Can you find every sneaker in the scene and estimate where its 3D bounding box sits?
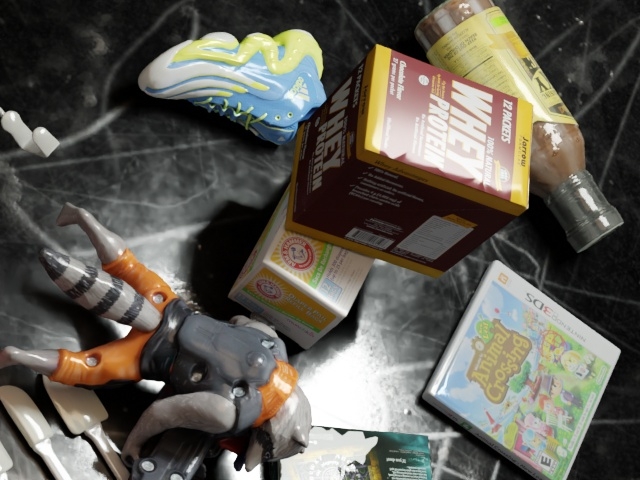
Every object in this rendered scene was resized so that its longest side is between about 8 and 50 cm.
[{"bbox_3d":[-0.085,-0.169,1.923,0.240,0.091,0.126,-15,74,-33],"label":"sneaker"}]

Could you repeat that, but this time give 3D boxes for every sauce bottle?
[{"bbox_3d":[0.249,-0.145,2.071,0.111,0.111,0.344,-29,83,-34],"label":"sauce bottle"}]

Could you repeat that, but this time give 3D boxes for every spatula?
[{"bbox_3d":[-0.258,0.244,1.681,0.168,0.019,0.242,-27,81,-40],"label":"spatula"}]

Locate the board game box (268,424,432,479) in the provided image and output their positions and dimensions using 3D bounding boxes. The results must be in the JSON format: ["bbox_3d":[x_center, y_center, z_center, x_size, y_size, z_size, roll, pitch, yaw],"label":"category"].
[{"bbox_3d":[0.035,0.264,1.811,0.186,0.026,0.126,8,63,-24],"label":"board game box"}]

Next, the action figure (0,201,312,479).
[{"bbox_3d":[-0.160,0.147,1.676,0.330,0.178,0.341,26,53,-7],"label":"action figure"}]

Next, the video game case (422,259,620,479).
[{"bbox_3d":[0.239,0.155,1.969,0.193,0.023,0.212,36,56,-7],"label":"video game case"}]

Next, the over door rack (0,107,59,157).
[{"bbox_3d":[-0.464,-0.125,1.673,0.324,0.108,0.239,47,73,-16],"label":"over door rack"}]

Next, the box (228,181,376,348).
[{"bbox_3d":[0.000,0.000,1.875,0.114,0.103,0.203,33,56,-9],"label":"box"}]

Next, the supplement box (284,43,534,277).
[{"bbox_3d":[0.092,-0.078,1.777,0.191,0.194,0.129,18,59,-19],"label":"supplement box"}]
